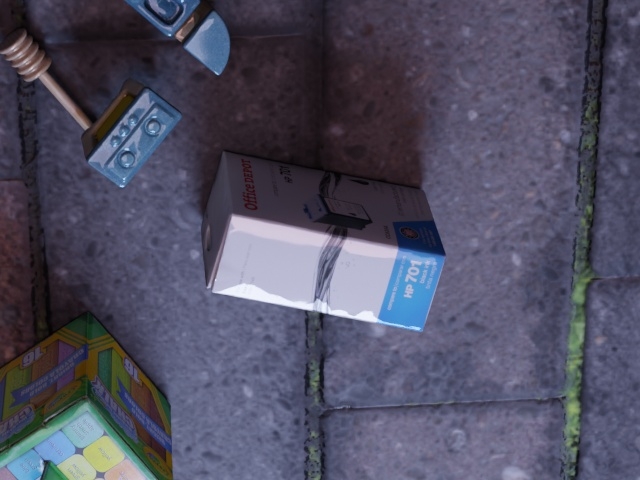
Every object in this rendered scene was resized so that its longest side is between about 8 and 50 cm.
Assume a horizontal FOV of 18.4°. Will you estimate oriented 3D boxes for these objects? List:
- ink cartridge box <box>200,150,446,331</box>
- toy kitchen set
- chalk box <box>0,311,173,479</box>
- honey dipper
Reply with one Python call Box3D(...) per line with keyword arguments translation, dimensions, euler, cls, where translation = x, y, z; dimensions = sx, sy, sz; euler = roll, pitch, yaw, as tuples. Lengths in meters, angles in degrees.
Box3D(translation=(0.000, 0.000, 1.712), dimensions=(0.191, 0.139, 0.082), euler=(12, 114, -12), cls="ink cartridge box")
Box3D(translation=(-0.188, -0.165, 1.606), dimensions=(0.207, 0.122, 0.166), euler=(38, 95, -21), cls="toy kitchen set")
Box3D(translation=(-0.217, 0.186, 1.733), dimensions=(0.132, 0.213, 0.132), euler=(-33, 115, 9), cls="chalk box")
Box3D(translation=(-0.215, -0.115, 1.696), dimensions=(0.030, 0.030, 0.160), euler=(-34, 118, 9), cls="honey dipper")
